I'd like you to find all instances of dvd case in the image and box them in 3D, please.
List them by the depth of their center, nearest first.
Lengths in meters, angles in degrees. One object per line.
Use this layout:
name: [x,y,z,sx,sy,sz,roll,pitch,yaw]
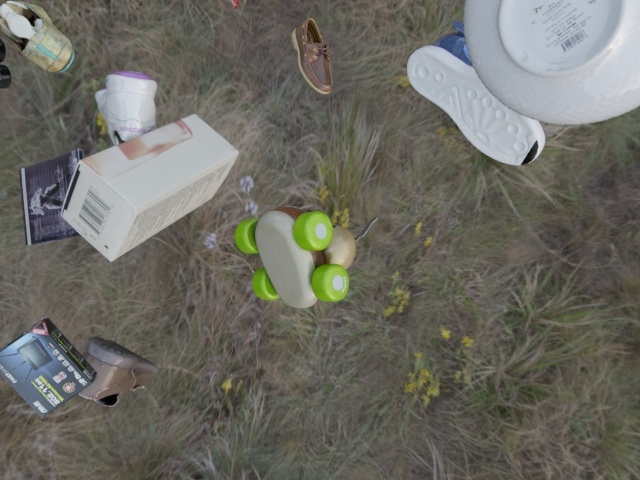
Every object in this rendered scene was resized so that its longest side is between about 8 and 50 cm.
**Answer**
dvd case: [-0.537,-0.081,1.064,0.221,0.018,0.165,-8,88,33]

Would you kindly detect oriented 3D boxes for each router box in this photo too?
router box: [-0.415,0.191,0.795,0.092,0.038,0.122,-35,105,-2]

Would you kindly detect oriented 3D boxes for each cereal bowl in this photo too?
cereal bowl: [0.351,-0.322,0.736,0.141,0.339,0.339,-30,91,-46]

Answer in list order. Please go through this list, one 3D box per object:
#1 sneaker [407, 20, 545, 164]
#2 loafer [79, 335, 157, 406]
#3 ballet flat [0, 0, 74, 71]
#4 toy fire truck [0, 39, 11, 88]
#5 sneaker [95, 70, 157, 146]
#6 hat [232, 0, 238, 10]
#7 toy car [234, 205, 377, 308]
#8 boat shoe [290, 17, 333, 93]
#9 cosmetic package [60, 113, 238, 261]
sneaker: [0.349,-0.300,1.034,0.236,0.130,0.323,-29,64,-32]
loafer: [-0.485,0.307,1.217,0.134,0.366,0.130,27,72,5]
ballet flat: [-0.715,-0.516,1.280,0.123,0.123,0.348,-45,57,-8]
toy fire truck: [-0.871,-0.456,1.279,0.246,0.158,0.217,-1,101,29]
sneaker: [-0.396,-0.238,1.066,0.114,0.305,0.152,1,92,-21]
hat: [-0.205,-0.529,0.845,0.208,0.173,0.183,34,102,10]
toy car: [0.000,0.000,0.792,0.188,0.155,0.149,-31,109,-43]
boat shoe: [-0.013,-0.398,1.134,0.064,0.060,0.178,-5,68,-37]
cosmetic package: [-0.306,-0.109,0.982,0.129,0.296,0.153,42,127,3]
